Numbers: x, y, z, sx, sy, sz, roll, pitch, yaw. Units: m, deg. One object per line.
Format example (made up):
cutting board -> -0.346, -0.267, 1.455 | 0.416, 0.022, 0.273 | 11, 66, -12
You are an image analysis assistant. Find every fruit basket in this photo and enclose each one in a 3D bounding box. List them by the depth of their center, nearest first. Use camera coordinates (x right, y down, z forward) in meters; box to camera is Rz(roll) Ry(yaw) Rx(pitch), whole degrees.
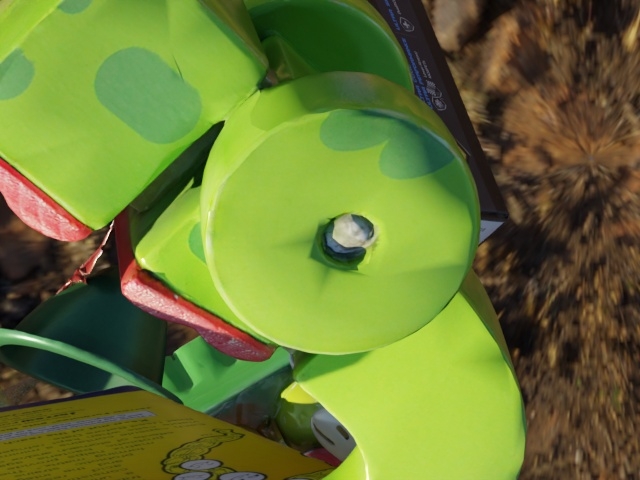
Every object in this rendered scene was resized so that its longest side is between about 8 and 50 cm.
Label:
fruit basket -> -0.020, 0.234, 1.715 | 0.327, 0.165, 0.353 | -31, 58, -7

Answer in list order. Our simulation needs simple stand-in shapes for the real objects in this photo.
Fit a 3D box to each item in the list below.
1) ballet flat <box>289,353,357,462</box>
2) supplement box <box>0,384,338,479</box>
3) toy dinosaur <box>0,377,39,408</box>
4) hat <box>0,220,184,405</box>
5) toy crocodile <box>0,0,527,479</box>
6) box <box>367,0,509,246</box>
ballet flat -> 0.021, 0.082, 0.979 | 0.068, 0.072, 0.213 | -15, 60, 2
supplement box -> -0.112, 0.197, 0.836 | 0.195, 0.356, 0.194 | -8, 96, -23
toy dinosaur -> -0.379, 0.154, 1.752 | 0.200, 0.296, 0.127 | 8, 78, 44
hat -> -0.161, 0.029, 1.429 | 0.173, 0.208, 0.183 | 29, 71, -32
toy crocodile -> -0.061, -0.053, 0.419 | 0.105, 0.115, 0.340 | -41, 114, 10
box -> 0.006, -0.133, 1.618 | 0.073, 0.293, 0.295 | -44, 52, 39
